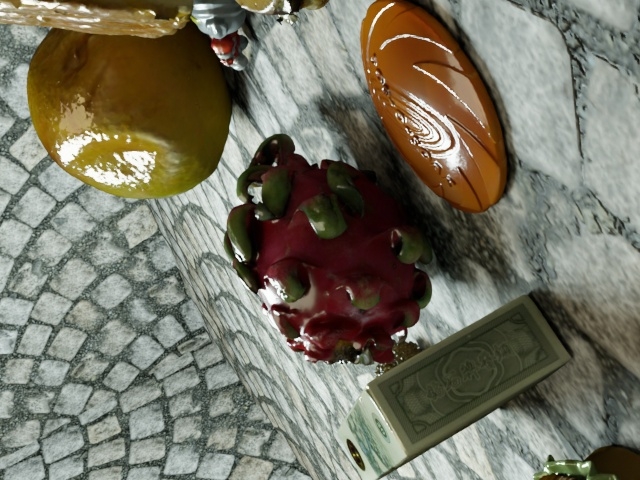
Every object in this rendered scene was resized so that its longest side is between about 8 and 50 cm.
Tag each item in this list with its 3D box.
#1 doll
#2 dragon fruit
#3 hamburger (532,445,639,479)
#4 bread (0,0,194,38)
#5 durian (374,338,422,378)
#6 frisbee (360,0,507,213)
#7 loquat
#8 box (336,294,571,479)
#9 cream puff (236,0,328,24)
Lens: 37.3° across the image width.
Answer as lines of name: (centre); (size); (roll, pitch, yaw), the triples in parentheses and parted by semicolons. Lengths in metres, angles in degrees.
doll: (-0.111, -0.256, 1.058); (0.180, 0.079, 0.093); (77, -169, -63)
dragon fruit: (-0.001, 0.010, 0.972); (0.273, 0.219, 0.198); (-140, 62, -65)
hamburger: (0.214, 0.320, 0.764); (0.274, 0.212, 0.274); (54, 164, 23)
bread: (-0.269, -0.323, 0.963); (0.279, 0.279, 0.206); (-153, 66, -74)
durian: (0.101, 0.160, 1.141); (0.080, 0.080, 0.091); (83, 170, -56)
frisbee: (0.080, -0.103, 0.767); (0.192, 0.035, 0.192); (54, 165, 22)
loquat: (-0.253, -0.200, 1.303); (0.284, 0.276, 0.276); (40, -178, -40)
box: (0.111, 0.149, 0.882); (0.069, 0.164, 0.256); (59, 166, 15)
cream puff: (-0.030, -0.238, 0.740); (0.119, 0.104, 0.133); (56, 150, -1)
